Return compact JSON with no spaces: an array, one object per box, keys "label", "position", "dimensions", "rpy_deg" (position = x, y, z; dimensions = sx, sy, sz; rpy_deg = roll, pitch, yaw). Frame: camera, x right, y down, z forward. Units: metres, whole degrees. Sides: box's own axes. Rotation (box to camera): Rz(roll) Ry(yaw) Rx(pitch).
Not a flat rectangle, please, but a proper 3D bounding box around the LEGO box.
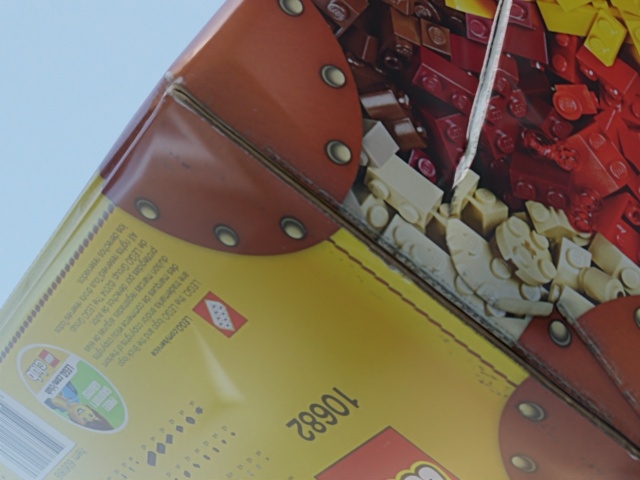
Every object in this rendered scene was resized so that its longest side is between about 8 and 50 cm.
[{"label":"LEGO box","position":[0.000,0.000,0.677],"dimensions":[0.193,0.372,0.500],"rpy_deg":[38,-38,-6]}]
